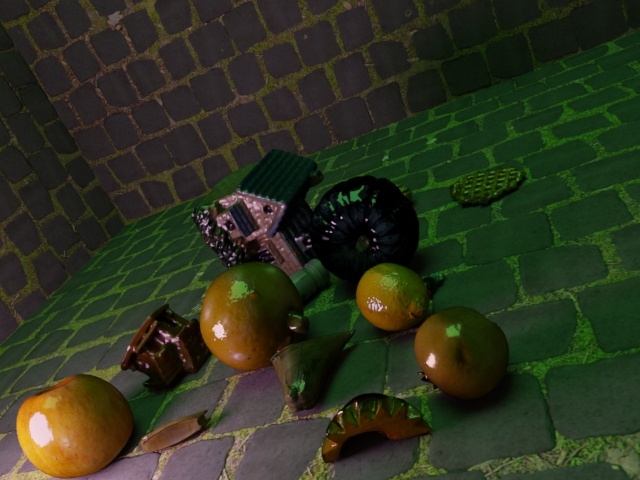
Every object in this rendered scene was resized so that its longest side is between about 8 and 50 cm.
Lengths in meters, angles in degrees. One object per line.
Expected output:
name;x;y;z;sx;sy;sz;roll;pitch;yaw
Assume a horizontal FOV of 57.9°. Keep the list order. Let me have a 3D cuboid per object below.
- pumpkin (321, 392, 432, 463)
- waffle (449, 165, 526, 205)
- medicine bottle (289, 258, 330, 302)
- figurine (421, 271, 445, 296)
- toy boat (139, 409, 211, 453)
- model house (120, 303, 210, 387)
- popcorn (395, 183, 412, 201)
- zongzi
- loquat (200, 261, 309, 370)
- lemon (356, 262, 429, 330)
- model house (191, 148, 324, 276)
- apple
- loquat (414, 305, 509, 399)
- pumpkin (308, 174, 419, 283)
pumpkin;0.105;0.380;1.295;0.253;0.131;0.149;-22;22;13
waffle;0.623;-0.213;2.184;0.291;0.051;0.291;-21;25;10
medicine bottle;-0.057;0.150;2.032;0.168;0.105;0.105;-37;24;-25
figurine;0.333;0.130;1.733;0.106;0.047;0.060;-31;51;-34
toy boat;-0.404;0.530;1.609;0.206;0.065;0.072;-24;4;1
model house;-0.499;0.367;1.919;0.229;0.220;0.199;26;25;4
popcorn;0.322;-0.184;2.373;0.106;0.116;0.121;-32;-21;-37
zongzi;0.007;0.339;1.545;0.255;0.115;0.228;-19;23;-8
loquat;-0.183;0.226;1.707;0.359;0.329;0.328;3;35;37
lemon;0.202;0.159;1.617;0.188;0.188;0.256;-38;28;-28
model house;-0.156;-0.073;2.143;0.399;0.446;0.395;-20;21;28
apple;-0.710;0.526;1.673;0.298;0.275;0.299;-26;16;8
loquat;0.309;0.249;1.283;0.208;0.208;0.208;-22;22;9
pumpkin;0.145;-0.034;1.887;0.363;0.364;0.266;-18;15;18
